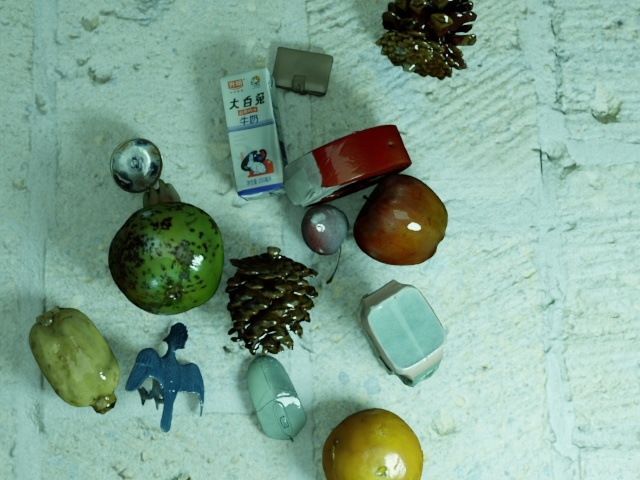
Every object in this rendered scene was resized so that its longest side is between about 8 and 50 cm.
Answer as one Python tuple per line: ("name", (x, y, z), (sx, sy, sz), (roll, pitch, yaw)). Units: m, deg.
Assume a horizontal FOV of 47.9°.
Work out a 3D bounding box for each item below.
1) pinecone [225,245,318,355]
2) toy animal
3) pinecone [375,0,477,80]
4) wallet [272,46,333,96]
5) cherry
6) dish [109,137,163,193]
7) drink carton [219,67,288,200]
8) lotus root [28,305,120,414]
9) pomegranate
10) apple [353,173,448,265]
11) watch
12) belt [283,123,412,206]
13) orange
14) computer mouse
("pinecone", (-0.120, 0.144, 1.730), (0.224, 0.224, 0.272), (1, 103, -3))
("toy animal", (-0.367, 0.326, 1.722), (0.176, 0.239, 0.255), (-48, 43, 19))
("pinecone", (0.273, -0.546, 1.819), (0.264, 0.264, 0.264), (0, 83, -4))
("wallet", (-0.048, -0.441, 1.889), (0.153, 0.039, 0.118), (13, 83, 2))
("cherry", (0.000, -0.001, 1.791), (0.115, 0.148, 0.188), (20, 83, 7))
("dish", (-0.477, -0.195, 1.819), (0.141, 0.078, 0.141), (-14, 113, -36))
("drink carton", (-0.162, -0.266, 1.821), (0.131, 0.106, 0.314), (-11, 83, 6))
("lotus root", (-0.581, 0.288, 1.717), (0.160, 0.146, 0.284), (-33, 89, 11))
("pomegranate", (-0.372, 0.003, 1.728), (0.285, 0.285, 0.340), (-15, 52, -5))
("apple", (0.200, -0.051, 1.770), (0.234, 0.234, 0.234), (0, 83, -4))
("watch", (0.187, 0.226, 1.723), (0.162, 0.241, 0.253), (-29, 88, -10))
("belt", (0.065, -0.182, 1.763), (0.324, 0.227, 0.115), (-21, 83, -23))
("orange", (0.124, 0.517, 1.698), (0.240, 0.240, 0.240), (0, 83, -4))
("computer mouse", (-0.112, 0.393, 1.771), (0.113, 0.068, 0.229), (-23, 85, -4))
